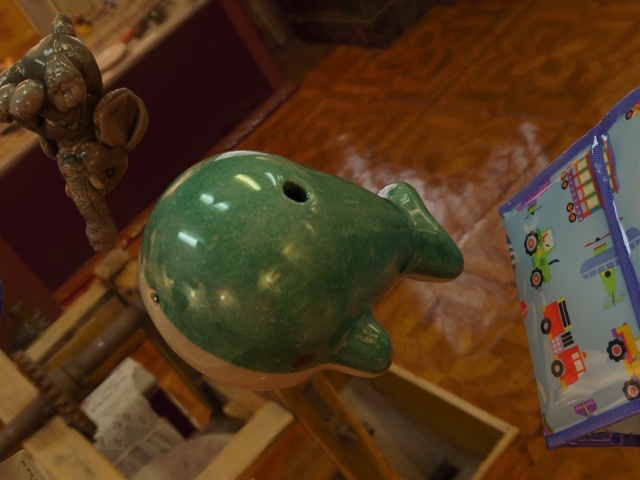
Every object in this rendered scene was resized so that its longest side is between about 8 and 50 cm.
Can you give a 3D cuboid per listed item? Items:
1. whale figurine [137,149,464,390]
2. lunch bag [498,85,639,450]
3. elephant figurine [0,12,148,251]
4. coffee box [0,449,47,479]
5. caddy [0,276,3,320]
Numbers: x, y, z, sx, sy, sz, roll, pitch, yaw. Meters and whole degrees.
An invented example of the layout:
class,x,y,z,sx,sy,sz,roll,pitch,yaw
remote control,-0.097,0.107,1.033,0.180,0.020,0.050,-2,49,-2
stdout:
class,x,y,z,sx,sy,sz,roll,pitch,yaw
whale figurine,0.000,0.000,0.701,0.272,0.141,0.216,-13,57,-33
lunch bag,0.271,0.007,0.671,0.293,0.138,0.221,123,146,-56
elephant figurine,-0.318,-0.142,1.243,0.186,0.239,0.169,-42,38,-6
coffee box,-0.458,0.486,1.471,0.119,0.297,0.168,-32,62,-28
caddy,-0.618,0.152,1.380,0.341,0.179,0.241,-48,51,5
